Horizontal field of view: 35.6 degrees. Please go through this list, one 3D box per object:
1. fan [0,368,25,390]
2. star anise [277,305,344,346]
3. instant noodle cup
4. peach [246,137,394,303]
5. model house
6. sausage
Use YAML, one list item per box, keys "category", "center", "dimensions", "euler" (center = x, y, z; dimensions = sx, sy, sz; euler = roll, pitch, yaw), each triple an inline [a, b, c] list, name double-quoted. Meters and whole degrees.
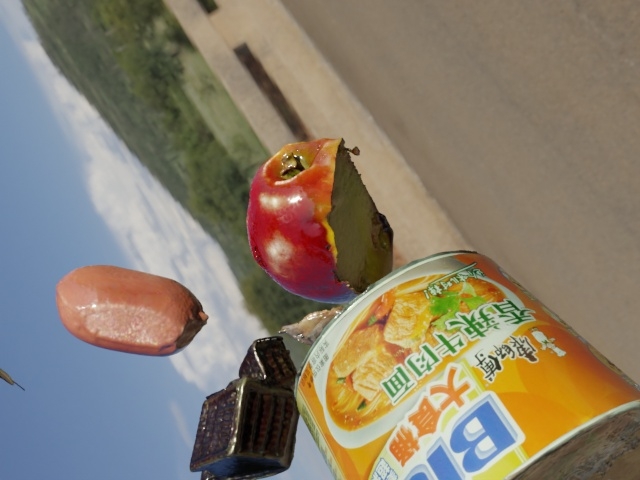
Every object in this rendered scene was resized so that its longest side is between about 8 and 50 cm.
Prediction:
- category: "fan"
  center: [-0.594, 0.265, 1.906]
  dimensions: [0.083, 0.004, 0.056]
  euler: [48, 174, -35]
- category: "star anise"
  center: [0.031, 0.104, 1.109]
  dimensions: [0.129, 0.124, 0.056]
  euler: [11, 103, 54]
- category: "instant noodle cup"
  center: [0.127, 0.161, 0.864]
  dimensions: [0.214, 0.296, 0.296]
  euler: [51, 173, 34]
- category: "peach"
  center: [-0.006, -0.002, 1.314]
  dimensions: [0.154, 0.158, 0.267]
  euler: [7, 153, 27]
- category: "model house"
  center: [-0.079, 0.175, 1.046]
  dimensions: [0.152, 0.106, 0.165]
  euler: [75, -160, -67]
- category: "sausage"
  center: [-0.314, 0.120, 1.657]
  dimensions: [0.148, 0.254, 0.148]
  euler: [-174, 90, -81]
